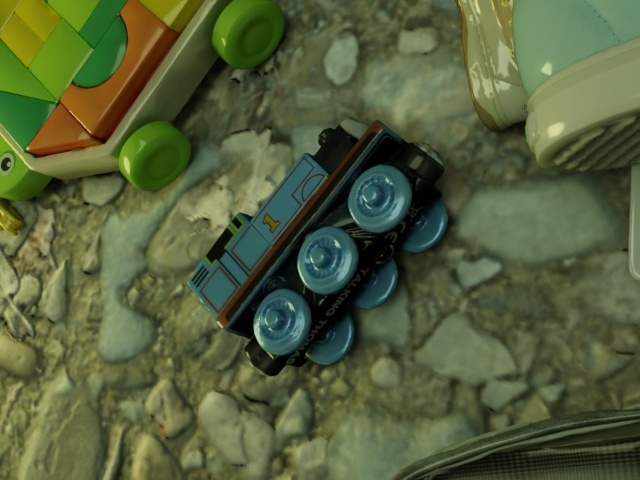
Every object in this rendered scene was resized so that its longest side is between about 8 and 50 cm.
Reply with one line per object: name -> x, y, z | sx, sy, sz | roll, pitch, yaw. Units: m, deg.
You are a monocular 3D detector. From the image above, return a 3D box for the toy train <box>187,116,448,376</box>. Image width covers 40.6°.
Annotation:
toy train -> 0.000, 0.000, 0.564 | 0.184, 0.080, 0.105 | -52, 56, 10

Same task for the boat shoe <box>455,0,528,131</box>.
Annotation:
boat shoe -> 0.117, -0.156, 0.544 | 0.059, 0.063, 0.170 | -12, 84, 23

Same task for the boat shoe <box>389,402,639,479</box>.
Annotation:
boat shoe -> 0.187, 0.134, 0.410 | 0.335, 0.119, 0.121 | -15, 72, 21

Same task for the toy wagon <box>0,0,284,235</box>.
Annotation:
toy wagon -> -0.193, -0.153, 0.700 | 0.267, 0.068, 0.344 | 44, 101, 28

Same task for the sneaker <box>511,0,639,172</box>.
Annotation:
sneaker -> 0.255, -0.154, 0.391 | 0.366, 0.135, 0.150 | -17, 76, 23

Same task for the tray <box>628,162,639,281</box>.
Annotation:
tray -> 0.250, -0.107, 0.478 | 0.145, 0.030, 0.270 | 0, 80, 27
